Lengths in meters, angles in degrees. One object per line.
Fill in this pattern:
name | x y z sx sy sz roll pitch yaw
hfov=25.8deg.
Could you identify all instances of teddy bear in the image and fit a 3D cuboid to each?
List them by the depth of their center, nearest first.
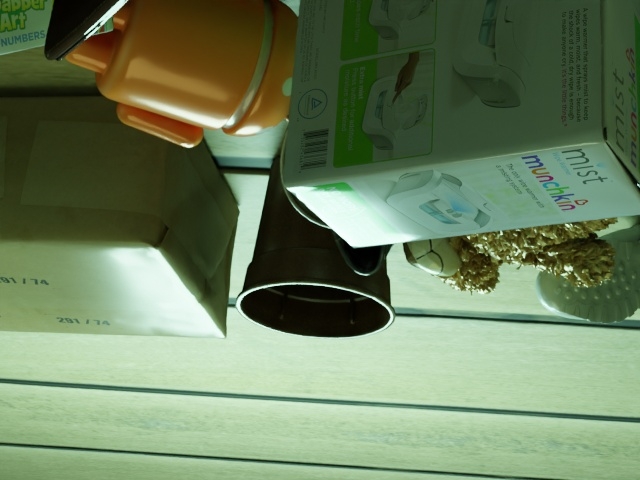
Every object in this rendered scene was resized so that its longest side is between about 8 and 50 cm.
teddy bear | 0.184 -0.043 1.335 0.338 0.113 0.245 -10 131 41

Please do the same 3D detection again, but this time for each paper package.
paper package | -0.277 -0.019 1.492 0.325 0.168 0.309 0 158 11

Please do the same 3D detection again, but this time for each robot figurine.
robot figurine | -0.103 -0.162 1.171 0.219 0.158 0.128 16 176 -22

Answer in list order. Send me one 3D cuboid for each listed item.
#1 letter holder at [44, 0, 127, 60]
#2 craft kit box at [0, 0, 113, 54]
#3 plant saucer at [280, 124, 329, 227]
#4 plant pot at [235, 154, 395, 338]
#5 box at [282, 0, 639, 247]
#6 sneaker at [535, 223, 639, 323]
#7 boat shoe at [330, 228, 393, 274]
letter holder | -0.155 -0.263 0.833 0.152 0.214 0.302 18 154 -27
craft kit box | -0.330 -0.168 1.051 0.247 0.060 0.250 6 -161 38
plant saucer | 0.050 -0.098 1.229 0.199 0.036 0.198 -16 133 -17
plant pot | 0.000 0.000 1.478 0.167 0.165 0.167 4 157 2
box | 0.108 -0.147 0.992 0.231 0.261 0.127 -7 155 25
sneaker | 0.303 0.035 1.508 0.235 0.090 0.095 -14 -173 -40
boat shoe | 0.026 -0.066 1.316 0.080 0.076 0.228 -2 125 12
